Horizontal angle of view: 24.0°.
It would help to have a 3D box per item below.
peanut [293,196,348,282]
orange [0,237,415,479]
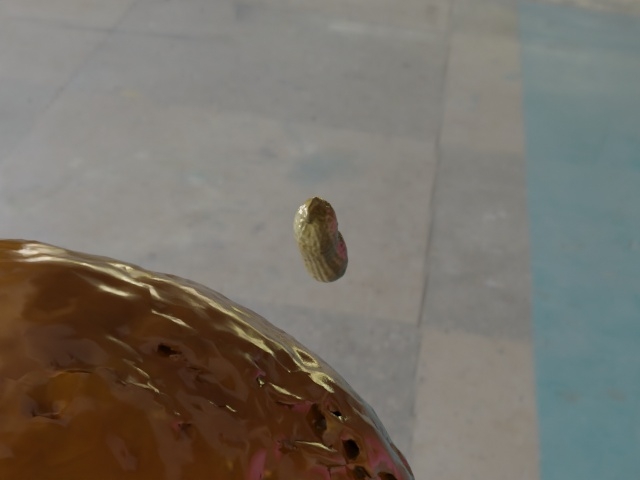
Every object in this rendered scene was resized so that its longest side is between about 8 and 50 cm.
[{"bbox_3d":[0.000,0.000,1.554,0.054,0.113,0.054,-7,48,7],"label":"peanut"},{"bbox_3d":[-0.122,0.167,0.532,0.340,0.341,0.293,-12,9,-36],"label":"orange"}]
